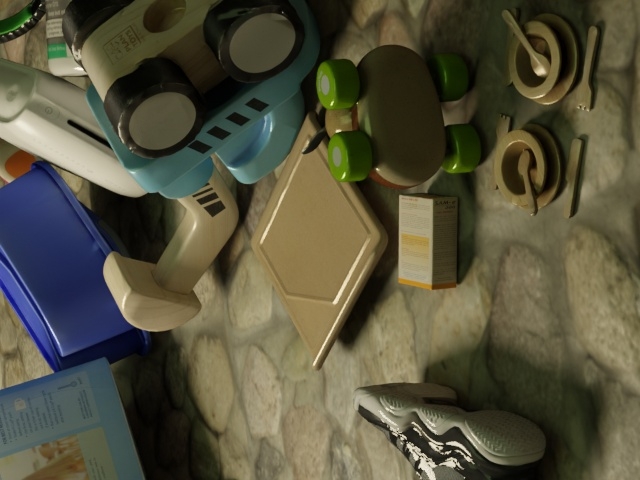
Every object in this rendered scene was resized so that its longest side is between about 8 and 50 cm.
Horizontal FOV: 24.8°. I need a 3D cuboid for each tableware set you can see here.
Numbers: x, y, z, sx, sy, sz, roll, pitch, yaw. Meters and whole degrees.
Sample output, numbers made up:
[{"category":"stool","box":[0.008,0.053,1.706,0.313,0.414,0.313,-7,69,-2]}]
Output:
[{"category":"tableware set","box":[0.202,-0.123,1.411,0.128,0.039,0.194,26,115,53]}]

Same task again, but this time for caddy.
[{"category":"caddy","box":[-0.373,0.042,2.168,0.341,0.179,0.241,54,159,18]}]

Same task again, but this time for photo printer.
[{"category":"photo printer","box":[-0.377,-0.166,2.114,0.307,0.256,0.107,21,82,54]}]

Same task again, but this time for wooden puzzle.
[{"category":"wooden puzzle","box":[0.000,0.000,1.742,0.221,0.044,0.239,-63,39,39]}]

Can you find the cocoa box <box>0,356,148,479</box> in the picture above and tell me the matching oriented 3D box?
[{"category":"cocoa box","box":[-0.357,0.387,2.096,0.228,0.231,0.347,92,159,-62]}]

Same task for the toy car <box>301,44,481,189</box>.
[{"category":"toy car","box":[0.054,-0.115,1.551,0.188,0.155,0.149,155,108,-65]}]

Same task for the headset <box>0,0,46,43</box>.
[{"category":"headset","box":[-0.514,-0.493,2.328,0.394,0.243,0.185,-48,34,31]}]

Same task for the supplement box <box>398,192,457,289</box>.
[{"category":"supplement box","box":[0.115,0.000,1.562,0.062,0.036,0.098,12,104,56]}]

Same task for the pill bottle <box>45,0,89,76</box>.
[{"category":"pill bottle","box":[-0.271,-0.402,1.958,0.204,0.204,0.361,6,100,57]}]

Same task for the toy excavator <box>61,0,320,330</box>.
[{"category":"toy excavator","box":[-0.154,-0.112,1.818,0.433,0.445,0.222,-37,49,3]}]

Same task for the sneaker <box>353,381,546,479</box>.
[{"category":"sneaker","box":[0.121,0.240,1.520,0.268,0.101,0.153,14,103,53]}]

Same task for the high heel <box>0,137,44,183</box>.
[{"category":"high heel","box":[-0.532,-0.123,2.538,0.244,0.082,0.117,36,156,33]}]
